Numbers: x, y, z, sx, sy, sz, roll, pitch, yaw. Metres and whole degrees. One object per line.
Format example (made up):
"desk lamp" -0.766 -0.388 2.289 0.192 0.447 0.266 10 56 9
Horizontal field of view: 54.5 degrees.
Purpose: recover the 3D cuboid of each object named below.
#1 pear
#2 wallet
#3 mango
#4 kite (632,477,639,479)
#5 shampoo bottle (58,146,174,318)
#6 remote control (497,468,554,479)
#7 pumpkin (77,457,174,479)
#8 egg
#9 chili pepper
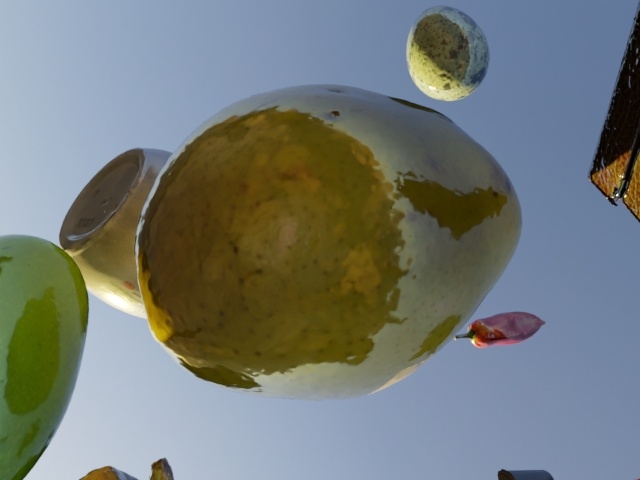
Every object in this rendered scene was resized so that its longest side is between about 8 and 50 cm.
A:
"pear" 0.000 0.000 0.702 0.418 0.362 0.362 -23 -114 -4
"wallet" 0.288 -0.105 0.499 0.133 0.039 0.243 56 -17 38
"mango" -0.365 0.135 0.694 0.156 0.192 0.343 -32 -139 22
"kite" 0.493 0.490 0.927 0.327 0.013 0.378 34 -74 62
"shampoo bottle" -0.271 0.000 1.061 0.273 0.266 0.273 -29 -142 26
"remote control" 0.169 0.201 0.501 0.016 0.091 0.034 -18 -115 37
"pumpkin" -0.255 0.417 0.861 0.317 0.139 0.222 -6 -135 51
"egg" 0.207 -0.312 1.025 0.132 0.132 0.172 -33 -121 39
"chili pepper" 0.312 0.156 1.086 0.050 0.191 0.059 104 -27 -44
